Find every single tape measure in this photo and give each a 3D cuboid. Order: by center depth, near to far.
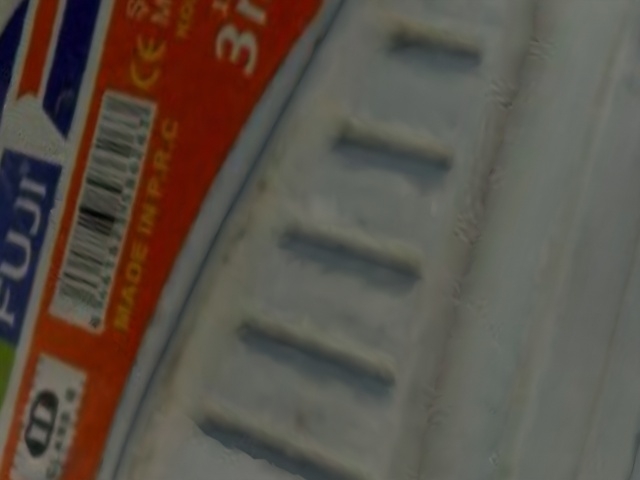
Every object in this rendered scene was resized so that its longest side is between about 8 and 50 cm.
[{"bbox_3d":[0.001,0.000,0.500,0.246,0.243,0.125,19,-175,43],"label":"tape measure"}]
